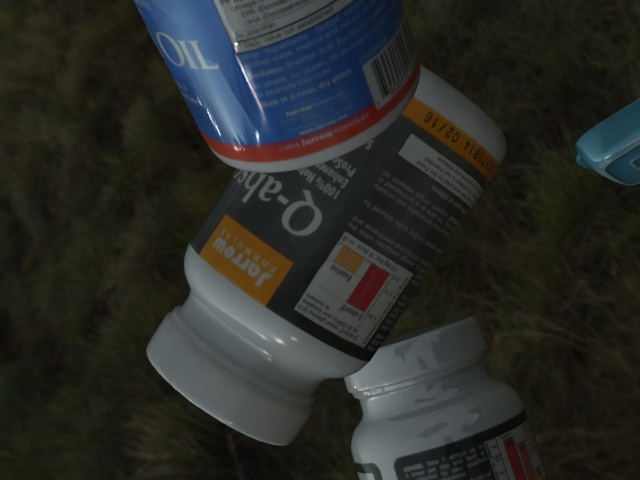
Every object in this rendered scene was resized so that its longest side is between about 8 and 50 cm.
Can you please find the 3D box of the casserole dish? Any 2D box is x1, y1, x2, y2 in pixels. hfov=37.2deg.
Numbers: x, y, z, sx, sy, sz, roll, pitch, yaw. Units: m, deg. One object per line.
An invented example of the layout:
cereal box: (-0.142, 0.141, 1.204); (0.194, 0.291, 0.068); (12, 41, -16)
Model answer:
casserole dish: (0.335, -0.107, 0.907); (0.188, 0.114, 0.037); (-34, 59, 31)

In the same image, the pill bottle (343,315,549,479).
pill bottle: (0.157, 0.284, 1.099); (0.210, 0.210, 0.363); (-23, 83, 45)

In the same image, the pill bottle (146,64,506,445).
pill bottle: (0.000, 0.000, 0.706); (0.278, 0.162, 0.162); (-57, 33, 2)

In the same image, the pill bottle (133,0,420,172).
pill bottle: (-0.039, -0.151, 0.444); (0.124, 0.221, 0.124); (-15, 37, 12)
